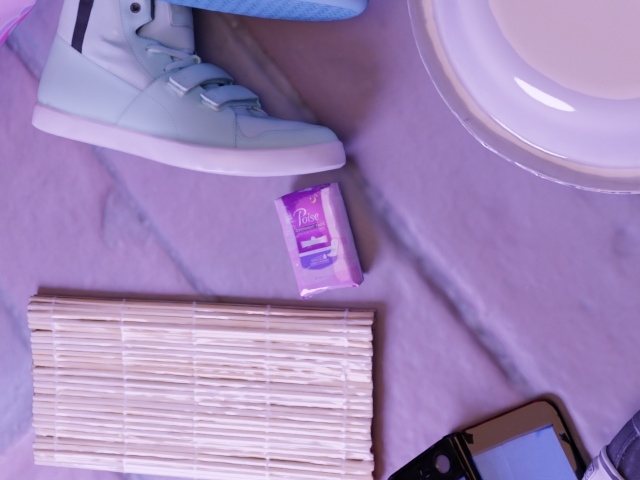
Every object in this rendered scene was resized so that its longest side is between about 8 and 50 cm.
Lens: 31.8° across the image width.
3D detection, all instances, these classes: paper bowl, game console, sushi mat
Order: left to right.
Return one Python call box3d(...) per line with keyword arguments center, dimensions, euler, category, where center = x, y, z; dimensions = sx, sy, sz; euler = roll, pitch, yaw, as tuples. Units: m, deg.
box3d(center=(-0.105, 0.125, 0.929), dimensions=(0.316, 0.019, 0.151), euler=(1, 100, 19), category="sushi mat")
box3d(center=(0.137, 0.209, 0.826), dimensions=(0.085, 0.124, 0.144), euler=(-27, 88, 47), category="game console")
box3d(center=(0.195, -0.171, 0.712), dimensions=(0.284, 0.148, 0.284), euler=(3, 98, 19), category="paper bowl")

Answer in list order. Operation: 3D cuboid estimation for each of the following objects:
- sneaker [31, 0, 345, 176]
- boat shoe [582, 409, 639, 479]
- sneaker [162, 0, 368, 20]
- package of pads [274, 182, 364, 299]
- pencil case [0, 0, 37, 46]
box3d(center=(-0.095, -0.134, 0.846), dimensions=(0.256, 0.094, 0.151), euler=(14, 99, 15), category="sneaker")
box3d(center=(0.325, 0.221, 0.754), dimensions=(0.301, 0.108, 0.102), euler=(39, 110, 17), category="boat shoe")
box3d(center=(-0.110, -0.275, 0.769), dimensions=(0.319, 0.127, 0.208), euler=(6, 93, -21), category="sneaker")
box3d(center=(0.000, 0.000, 0.866), dimensions=(0.050, 0.032, 0.083), euler=(-14, 94, 18), category="package of pads")
box3d(center=(-0.282, -0.195, 0.891), dimensions=(0.124, 0.124, 0.284), euler=(46, 109, 7), category="pencil case")
